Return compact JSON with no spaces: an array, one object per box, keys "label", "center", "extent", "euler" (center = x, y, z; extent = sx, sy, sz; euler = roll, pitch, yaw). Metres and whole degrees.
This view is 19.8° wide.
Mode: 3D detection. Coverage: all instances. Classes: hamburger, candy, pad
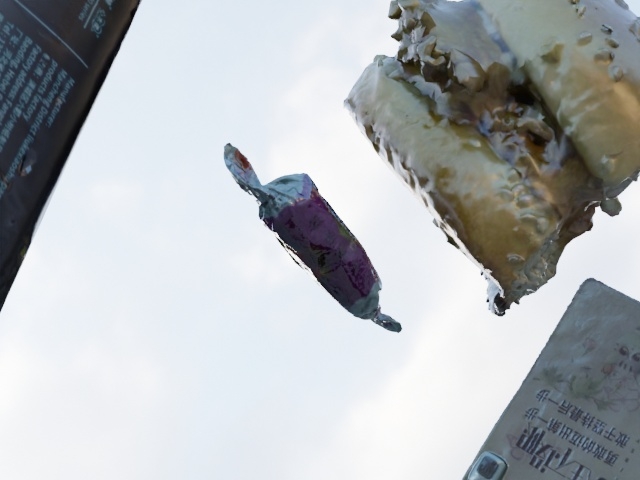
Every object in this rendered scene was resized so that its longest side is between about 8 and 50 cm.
[{"label":"hamburger","center":[0.171,-0.125,1.654],"extent":[0.268,0.287,0.445],"euler":[-40,3,8]},{"label":"candy","center":[0.000,0.000,1.164],"extent":[0.043,0.045,0.175],"euler":[-42,-61,-2]},{"label":"pad","center":[0.224,0.143,1.063],"extent":[0.159,0.265,0.009],"euler":[-58,-28,-5]}]

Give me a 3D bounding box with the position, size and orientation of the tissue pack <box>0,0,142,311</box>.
[{"label":"tissue pack","center":[-0.306,-0.119,1.271],"extent":[0.264,0.417,0.253],"euler":[37,-36,-26]}]
